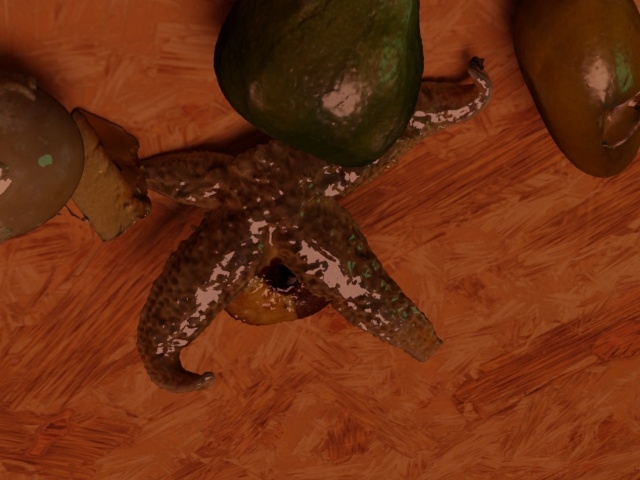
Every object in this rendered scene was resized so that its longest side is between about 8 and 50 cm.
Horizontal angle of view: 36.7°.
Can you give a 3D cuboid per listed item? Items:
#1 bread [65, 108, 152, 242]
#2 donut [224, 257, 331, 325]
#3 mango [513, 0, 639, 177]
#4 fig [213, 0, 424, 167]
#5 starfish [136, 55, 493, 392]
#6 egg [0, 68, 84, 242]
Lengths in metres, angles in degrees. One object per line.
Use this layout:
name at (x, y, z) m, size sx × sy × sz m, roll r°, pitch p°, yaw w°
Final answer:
bread at (-0.228, -0.057, 0.972) m, size 0.084 × 0.109 × 0.080 m, roll -39°, pitch 140°, yaw 27°
donut at (-0.051, 0.022, 1.159) m, size 0.166 × 0.073 × 0.184 m, roll -21°, pitch 139°, yaw -2°
mango at (0.286, -0.171, 1.027) m, size 0.130 × 0.167 × 0.262 m, roll -15°, pitch 145°, yaw 16°
fig at (0.024, -0.195, 0.860) m, size 0.203 × 0.203 × 0.235 m, roll 14°, pitch 125°, yaw -34°
starfish at (0.000, 0.000, 1.041) m, size 0.432 × 0.082 × 0.324 m, roll -12°, pitch 95°, yaw -8°
egg at (-0.317, -0.075, 0.873) m, size 0.201 × 0.164 × 0.164 m, roll -9°, pitch 139°, yaw -7°
